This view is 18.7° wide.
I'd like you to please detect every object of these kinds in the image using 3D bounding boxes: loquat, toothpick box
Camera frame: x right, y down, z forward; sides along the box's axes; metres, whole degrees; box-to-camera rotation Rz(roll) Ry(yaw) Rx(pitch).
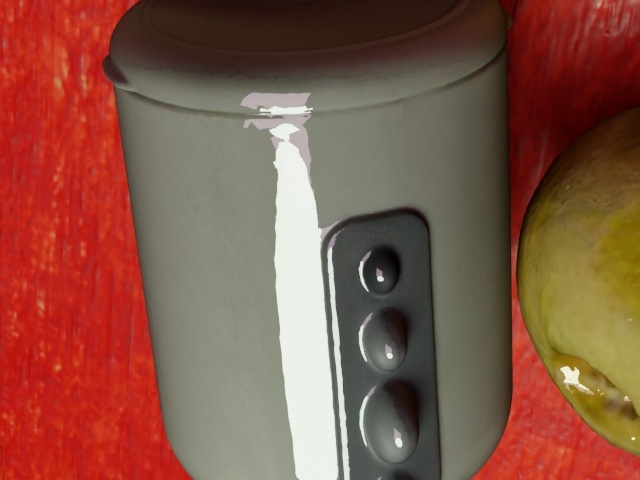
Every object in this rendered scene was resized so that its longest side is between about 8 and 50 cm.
[{"bbox_3d":[0.210,0.016,1.064,0.213,0.213,0.213,11,125,17],"label":"loquat"},{"bbox_3d":[0.007,0.022,1.059,0.229,0.229,0.316,5,115,21],"label":"toothpick box"}]
